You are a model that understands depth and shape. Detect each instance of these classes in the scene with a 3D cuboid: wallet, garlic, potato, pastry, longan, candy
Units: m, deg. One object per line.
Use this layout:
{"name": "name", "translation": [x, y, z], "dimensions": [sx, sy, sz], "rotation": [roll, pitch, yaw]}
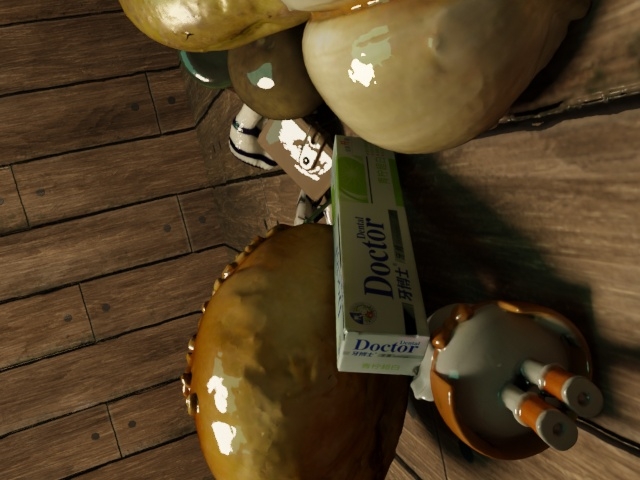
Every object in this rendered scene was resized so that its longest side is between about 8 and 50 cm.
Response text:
{"name": "wallet", "translation": [-0.029, -0.146, 0.923], "dimensions": [0.152, 0.039, 0.118], "rotation": [47, 133, 3]}
{"name": "garlic", "translation": [0.056, -0.233, 0.467], "dimensions": [0.286, 0.249, 0.313], "rotation": [37, -177, -41]}
{"name": "potato", "translation": [-0.137, -0.341, 0.680], "dimensions": [0.229, 0.266, 0.229], "rotation": [-14, -90, -76]}
{"name": "pastry", "translation": [-0.020, 0.175, 0.758], "dimensions": [0.245, 0.409, 0.409], "rotation": [6, 118, 27]}
{"name": "longan", "translation": [-0.049, -0.256, 0.811], "dimensions": [0.187, 0.167, 0.167], "rotation": [-136, 34, -56]}
{"name": "candy", "translation": [-0.021, -0.032, 0.913], "dimensions": [0.060, 0.201, 0.060], "rotation": [21, 132, 26]}

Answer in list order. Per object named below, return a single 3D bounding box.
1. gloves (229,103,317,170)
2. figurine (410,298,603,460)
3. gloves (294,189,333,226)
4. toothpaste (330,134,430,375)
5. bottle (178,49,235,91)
{"name": "gloves", "translation": [-0.074, -0.221, 1.009], "dimensions": [0.140, 0.131, 0.219], "rotation": [39, 127, -9]}
{"name": "figurine", "translation": [0.151, 0.111, 0.536], "dimensions": [0.271, 0.143, 0.143], "rotation": [-145, 42, -63]}
{"name": "gloves", "translation": [-0.008, 0.004, 1.023], "dimensions": [0.212, 0.111, 0.127], "rotation": [66, 168, 1]}
{"name": "toothpaste", "translation": [0.057, -0.006, 0.631], "dimensions": [0.336, 0.081, 0.067], "rotation": [-90, 6, -49]}
{"name": "bottle", "translation": [-0.137, -0.333, 1.006], "dimensions": [0.156, 0.143, 0.271], "rotation": [36, -165, 4]}
